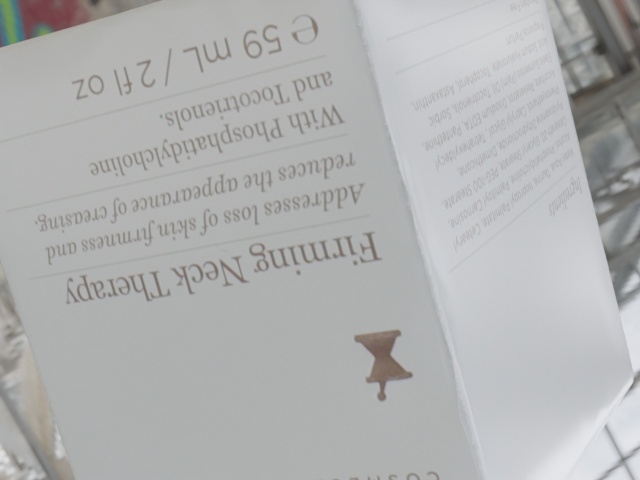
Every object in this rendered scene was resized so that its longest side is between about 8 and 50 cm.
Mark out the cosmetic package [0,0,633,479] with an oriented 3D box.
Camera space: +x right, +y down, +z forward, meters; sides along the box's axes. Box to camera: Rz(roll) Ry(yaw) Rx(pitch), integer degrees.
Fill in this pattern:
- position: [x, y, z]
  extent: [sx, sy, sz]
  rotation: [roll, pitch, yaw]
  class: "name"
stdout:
- position: [0.000, 0.000, 0.917]
  extent: [0.329, 0.394, 0.327]
  rotation: [-10, -168, 30]
  class: "cosmetic package"
